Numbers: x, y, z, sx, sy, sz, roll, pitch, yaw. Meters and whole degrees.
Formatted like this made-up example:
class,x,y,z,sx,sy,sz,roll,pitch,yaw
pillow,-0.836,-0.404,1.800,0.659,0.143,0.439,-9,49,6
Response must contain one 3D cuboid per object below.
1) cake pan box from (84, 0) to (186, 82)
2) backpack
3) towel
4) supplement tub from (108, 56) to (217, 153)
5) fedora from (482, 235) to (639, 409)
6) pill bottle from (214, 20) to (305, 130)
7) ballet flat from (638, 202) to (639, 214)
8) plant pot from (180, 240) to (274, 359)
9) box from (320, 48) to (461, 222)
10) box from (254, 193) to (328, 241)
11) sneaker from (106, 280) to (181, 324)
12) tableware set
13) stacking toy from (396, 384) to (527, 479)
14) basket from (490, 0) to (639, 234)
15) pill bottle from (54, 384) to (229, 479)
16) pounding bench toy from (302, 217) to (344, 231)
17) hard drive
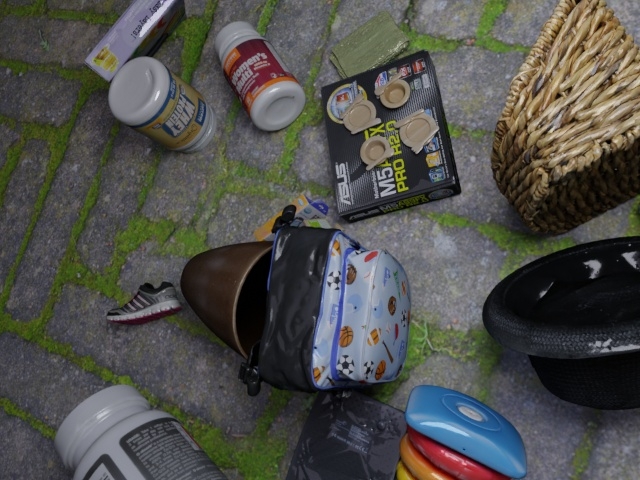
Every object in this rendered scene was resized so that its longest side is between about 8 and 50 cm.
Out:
class,x,y,z,sx,sy,sz,roll,pitch,yaw
cake pan box,-0.401,-0.453,1.223,0.070,0.267,0.246,42,89,-17
backpack,0.030,0.114,0.860,0.213,0.263,0.277,9,81,21
towel,0.095,-0.379,1.091,0.148,0.027,0.110,-35,64,14
supplement tub,-0.325,-0.276,1.159,0.144,0.199,0.145,-6,74,24
fedora,0.394,0.116,0.731,0.333,0.334,0.153,-11,107,22
pill bottle,-0.130,-0.341,1.131,0.121,0.121,0.221,-37,65,12
ballet flat,0.559,-0.084,0.779,0.213,0.072,0.068,-29,36,13
plant pot,-0.144,0.090,0.994,0.230,0.215,0.216,12,82,41
box,0.122,-0.188,1.008,0.216,0.060,0.270,-14,71,21
box,-0.050,-0.035,1.036,0.136,0.081,0.028,-39,63,11
sneaker,-0.371,0.129,1.153,0.170,0.063,0.075,-16,71,15
tableware set,0.117,-0.209,0.971,0.141,0.020,0.169,-32,66,15
stacking toy,0.163,0.382,0.804,0.175,0.165,0.302,22,98,14
basket,0.329,-0.156,0.771,0.213,0.299,0.223,-30,68,16
pill bottle,-0.290,0.432,0.952,0.362,0.210,0.210,37,93,28
pounding bench toy,0.000,0.000,1.023,0.052,0.083,0.065,56,133,28
hard drive,0.039,0.374,0.902,0.171,0.054,0.255,17,84,28
